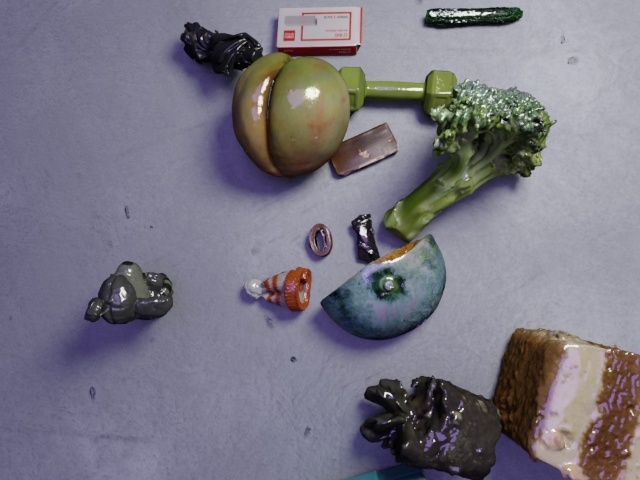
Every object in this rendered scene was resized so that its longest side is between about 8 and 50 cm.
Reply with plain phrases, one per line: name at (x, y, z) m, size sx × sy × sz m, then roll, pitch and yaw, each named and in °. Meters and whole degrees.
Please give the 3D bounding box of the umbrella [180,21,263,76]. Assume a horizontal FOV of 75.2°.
umbrella at (-0.254, -0.491, 1.077) m, size 0.273 × 0.110 × 0.122 m, roll 30°, pitch 43°, yaw 30°

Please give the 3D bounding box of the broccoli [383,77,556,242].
broccoli at (0.341, -0.172, 0.964) m, size 0.354 × 0.396 × 0.274 m, roll -2°, pitch 43°, yaw -15°

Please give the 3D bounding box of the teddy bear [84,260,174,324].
teddy bear at (-0.428, 0.124, 0.987) m, size 0.172 × 0.251 × 0.144 m, roll 6°, pitch 84°, yaw -9°

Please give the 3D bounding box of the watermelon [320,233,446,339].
watermelon at (0.178, 0.124, 0.955) m, size 0.322 × 0.175 × 0.188 m, roll -36°, pitch 80°, yaw 0°

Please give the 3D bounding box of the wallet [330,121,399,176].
wallet at (0.110, -0.236, 1.089) m, size 0.176 × 0.026 × 0.095 m, roll -24°, pitch 75°, yaw 0°

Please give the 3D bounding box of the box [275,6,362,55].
box at (-0.002, -0.570, 1.134) m, size 0.230 × 0.050 × 0.122 m, roll 2°, pitch 82°, yaw 5°

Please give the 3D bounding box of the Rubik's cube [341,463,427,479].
Rubik's cube at (0.116, 0.677, 0.807) m, size 0.316 × 0.322 × 0.318 m, roll -19°, pitch 80°, yaw 3°

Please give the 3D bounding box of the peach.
peach at (-0.072, -0.297, 1.002) m, size 0.293 × 0.247 × 0.291 m, roll 6°, pitch 111°, yaw 16°

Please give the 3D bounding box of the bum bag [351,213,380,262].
bum bag at (0.113, -0.005, 1.049) m, size 0.058 × 0.034 × 0.124 m, roll -9°, pitch 81°, yaw -6°

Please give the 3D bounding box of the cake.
cake at (0.547, 0.333, 0.854) m, size 0.291 × 0.255 × 0.281 m, roll 20°, pitch 83°, yaw 3°

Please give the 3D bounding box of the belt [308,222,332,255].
belt at (0.000, 0.000, 1.059) m, size 0.059 × 0.036 × 0.083 m, roll -10°, pitch 81°, yaw 10°

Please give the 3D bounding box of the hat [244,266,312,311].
hat at (-0.110, 0.119, 1.036) m, size 0.163 × 0.094 × 0.112 m, roll -2°, pitch 71°, yaw 23°

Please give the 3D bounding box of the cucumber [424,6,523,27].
cucumber at (0.410, -0.597, 1.108) m, size 0.257 × 0.043 × 0.043 m, roll 0°, pitch 87°, yaw 4°

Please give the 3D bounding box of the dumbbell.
dumbbell at (0.187, -0.382, 1.061) m, size 0.303 × 0.121 × 0.108 m, roll 4°, pitch 53°, yaw 6°

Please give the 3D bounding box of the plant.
plant at (0.233, 0.390, 0.910) m, size 0.277 × 0.199 × 0.188 m, roll 15°, pitch 77°, yaw 3°
